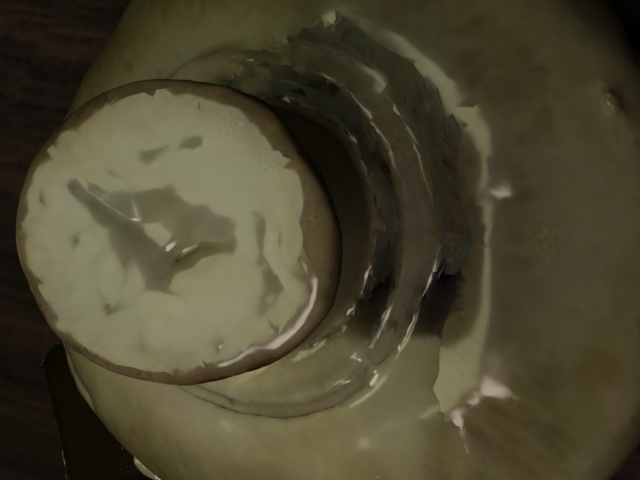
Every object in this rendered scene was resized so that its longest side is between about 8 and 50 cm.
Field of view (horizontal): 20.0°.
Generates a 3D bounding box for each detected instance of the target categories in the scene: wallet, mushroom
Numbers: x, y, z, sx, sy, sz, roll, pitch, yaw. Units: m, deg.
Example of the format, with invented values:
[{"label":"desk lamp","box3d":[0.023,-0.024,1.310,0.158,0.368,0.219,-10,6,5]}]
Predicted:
[{"label":"wallet","box3d":[-0.078,0.085,1.014,0.198,0.031,0.110,-24,77,39]},{"label":"mushroom","box3d":[0.026,-0.009,0.786,0.356,0.315,0.315,145,112,-69]}]
